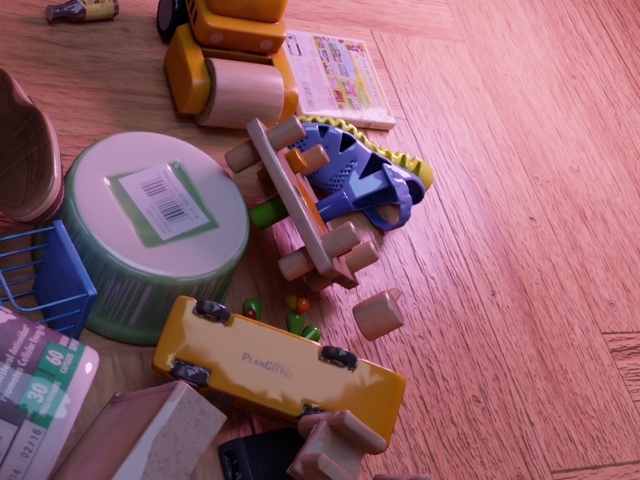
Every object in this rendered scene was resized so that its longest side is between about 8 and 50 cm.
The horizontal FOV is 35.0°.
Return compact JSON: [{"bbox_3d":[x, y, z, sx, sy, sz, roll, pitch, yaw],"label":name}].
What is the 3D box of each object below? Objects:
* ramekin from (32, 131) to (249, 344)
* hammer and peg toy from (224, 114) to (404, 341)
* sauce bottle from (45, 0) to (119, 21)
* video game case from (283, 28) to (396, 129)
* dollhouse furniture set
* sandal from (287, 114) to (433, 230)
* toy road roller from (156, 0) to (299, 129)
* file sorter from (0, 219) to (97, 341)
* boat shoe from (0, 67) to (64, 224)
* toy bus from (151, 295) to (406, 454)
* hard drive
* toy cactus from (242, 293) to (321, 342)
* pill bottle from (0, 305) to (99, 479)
[{"bbox_3d":[-0.251,-0.014,1.475,0.303,0.148,0.303,16,48,-19],"label":"ramekin"},{"bbox_3d":[0.000,0.000,1.553,0.361,0.127,0.266,63,6,12],"label":"hammer and peg toy"},{"bbox_3d":[-0.414,-0.403,1.768,0.128,0.042,0.042,-19,66,-41],"label":"sauce bottle"},{"bbox_3d":[0.024,-0.312,1.963,0.206,0.026,0.227,2,53,-29],"label":"video game case"},{"bbox_3d":[-0.108,0.360,1.210,0.394,0.256,0.362,42,62,-15],"label":"dollhouse furniture set"},{"bbox_3d":[0.052,-0.113,1.755,0.317,0.126,0.138,18,52,-15],"label":"sandal"},{"bbox_3d":[-0.145,-0.375,1.762,0.202,0.240,0.329,2,54,-29],"label":"toy road roller"},{"bbox_3d":[-0.376,0.078,1.315,0.104,0.170,0.118,-16,64,-35],"label":"file sorter"},{"bbox_3d":[-0.402,-0.116,1.401,0.123,0.123,0.342,49,-1,-43],"label":"boat shoe"},{"bbox_3d":[-0.056,0.184,1.371,0.332,0.130,0.108,20,72,-3],"label":"toy bus"},{"bbox_3d":[-0.022,0.368,1.367,0.172,0.054,0.255,-5,58,-33],"label":"hard drive"},{"bbox_3d":[-0.054,0.181,1.480,0.180,0.112,0.219,-38,87,-34],"label":"toy cactus"},{"bbox_3d":[-0.446,0.140,1.108,0.361,0.204,0.204,26,46,-12],"label":"pill bottle"}]
